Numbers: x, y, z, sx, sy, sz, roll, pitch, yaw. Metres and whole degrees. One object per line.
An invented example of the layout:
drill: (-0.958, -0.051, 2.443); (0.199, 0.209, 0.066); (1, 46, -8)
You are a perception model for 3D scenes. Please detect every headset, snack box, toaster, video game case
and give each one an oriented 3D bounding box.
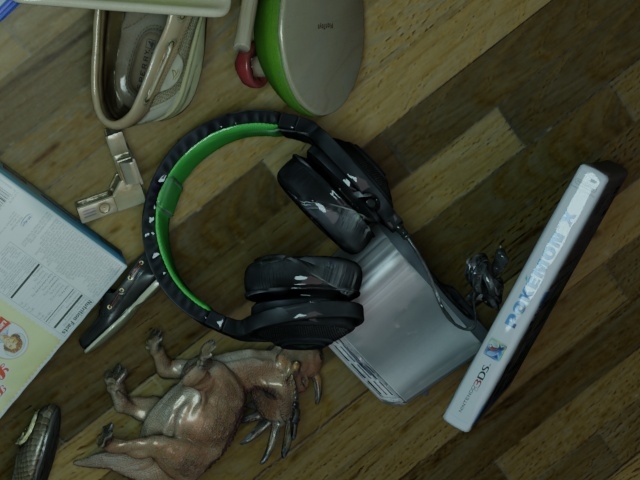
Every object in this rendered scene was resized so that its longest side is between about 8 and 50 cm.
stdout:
headset: (0.000, 0.000, 1.702); (0.394, 0.185, 0.243); (17, 82, 10)
snack box: (-0.381, 0.088, 1.758); (0.187, 0.060, 0.322); (39, 95, -23)
toaster: (0.075, 0.077, 1.847); (0.146, 0.129, 0.227); (-41, 113, 3)
video game case: (0.242, 0.050, 1.796); (0.036, 0.329, 0.300); (29, 100, 10)

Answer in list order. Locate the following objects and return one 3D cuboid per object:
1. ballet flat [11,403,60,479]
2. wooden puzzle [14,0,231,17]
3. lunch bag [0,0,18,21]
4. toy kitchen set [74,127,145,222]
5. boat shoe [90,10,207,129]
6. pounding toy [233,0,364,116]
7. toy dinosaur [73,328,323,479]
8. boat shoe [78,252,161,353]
ballet flat: (-0.348, 0.293, 1.835); (0.058, 0.084, 0.250); (21, 106, 3)
wooden puzzle: (-0.184, -0.338, 1.555); (0.221, 0.044, 0.238); (2, 95, -16)
lunch bag: (-0.375, -0.301, 1.580); (0.303, 0.115, 0.243); (-44, 114, -9)
toy kitchen set: (-0.231, -0.067, 1.743); (0.075, 0.068, 0.083); (-20, 112, -8)
boat shoe: (-0.164, -0.276, 1.644); (0.122, 0.110, 0.341); (14, 110, 21)
pounding toy: (-0.053, -0.231, 1.708); (0.237, 0.110, 0.183); (36, 62, -57)
toy dinosaur: (-0.132, 0.206, 1.840); (0.296, 0.127, 0.200); (-42, 121, 7)
boat shoe: (-0.222, 0.070, 1.808); (0.042, 0.049, 0.133); (44, 100, 4)
